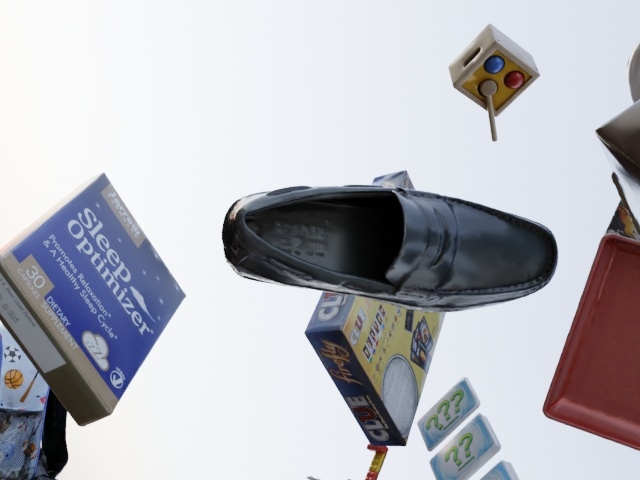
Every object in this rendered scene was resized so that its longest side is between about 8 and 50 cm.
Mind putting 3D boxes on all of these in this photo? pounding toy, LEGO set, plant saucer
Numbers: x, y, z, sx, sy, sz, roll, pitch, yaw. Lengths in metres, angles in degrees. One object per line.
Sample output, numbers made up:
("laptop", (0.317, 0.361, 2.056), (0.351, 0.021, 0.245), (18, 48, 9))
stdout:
("pounding toy", (0.306, -0.279, 1.468), (0.141, 0.130, 0.100), (-45, -151, 31))
("LEGO set", (0.075, 0.260, 0.821), (0.060, 0.244, 0.182), (35, 17, -24))
("plant saucer", (0.442, 0.143, 1.030), (0.259, 0.048, 0.258), (18, -74, 14))

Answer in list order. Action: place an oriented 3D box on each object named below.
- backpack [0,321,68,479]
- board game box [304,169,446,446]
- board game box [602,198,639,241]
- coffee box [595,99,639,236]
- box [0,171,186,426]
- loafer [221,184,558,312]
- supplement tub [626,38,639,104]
("backpack", (-0.538, 0.249, 1.306), (0.276, 0.213, 0.263), (-2, -111, 41))
("board game box", (0.072, 0.064, 0.856), (0.042, 0.243, 0.165), (-8, -54, 30))
("board game box", (0.583, 0.034, 1.252), (0.305, 0.053, 0.193), (43, -16, 24))
("coffee box", (0.248, -0.002, 0.350), (0.098, 0.141, 0.246), (51, 7, -33))
("box", (-0.177, 0.030, 0.669), (0.136, 0.036, 0.225), (59, 17, -16))
("loafer", (0.050, 0.005, 0.520), (0.078, 0.223, 0.076), (140, -46, -77))
("supplement tub", (0.542, -0.259, 1.011), (0.193, 0.316, 0.193), (40, -22, 20))
